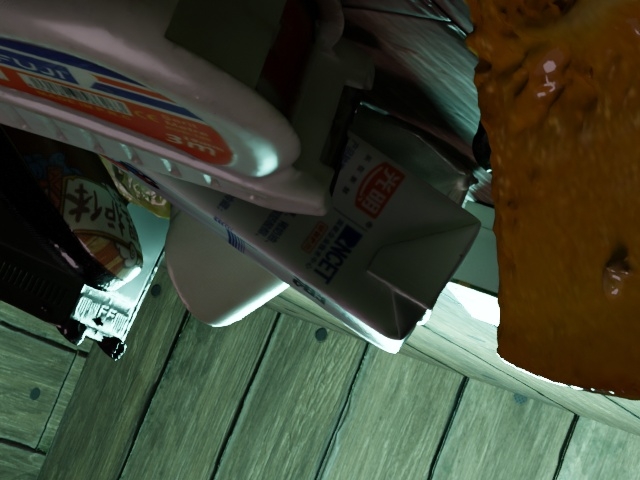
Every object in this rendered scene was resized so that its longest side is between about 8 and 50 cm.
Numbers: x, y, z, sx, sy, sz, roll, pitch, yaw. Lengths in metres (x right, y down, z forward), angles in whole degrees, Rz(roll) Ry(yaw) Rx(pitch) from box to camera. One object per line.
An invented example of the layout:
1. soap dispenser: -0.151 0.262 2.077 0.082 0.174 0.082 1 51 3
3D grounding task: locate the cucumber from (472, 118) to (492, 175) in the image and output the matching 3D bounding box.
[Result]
1. cucumber: 0.128 -0.070 0.687 0.077 0.077 0.265 22 175 -1

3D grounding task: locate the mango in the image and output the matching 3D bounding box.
1. mango: 0.132 -0.034 0.414 0.199 0.201 0.350 29 173 7

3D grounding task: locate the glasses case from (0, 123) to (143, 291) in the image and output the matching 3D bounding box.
1. glasses case: -0.242 -0.093 1.087 0.321 0.082 0.122 53 178 21

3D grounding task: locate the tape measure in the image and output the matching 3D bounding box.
1. tape measure: -0.108 -0.124 0.778 0.258 0.130 0.265 18 167 9

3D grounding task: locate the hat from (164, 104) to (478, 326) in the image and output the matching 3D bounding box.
1. hat: 0.000 0.000 1.099 0.164 0.226 0.219 37 -177 32

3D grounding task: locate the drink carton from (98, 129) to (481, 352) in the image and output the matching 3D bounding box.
1. drink carton: -0.044 -0.051 0.950 0.315 0.107 0.130 34 175 6

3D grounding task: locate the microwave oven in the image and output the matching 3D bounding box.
1. microwave oven: -0.248 -0.028 1.425 0.178 0.248 0.188 23 172 18

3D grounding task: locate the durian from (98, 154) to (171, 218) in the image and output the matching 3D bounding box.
1. durian: -0.129 -0.085 1.164 0.208 0.102 0.146 28 138 -25

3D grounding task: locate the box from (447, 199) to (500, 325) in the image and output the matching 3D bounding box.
1. box: 0.196 0.040 1.254 0.135 0.081 0.199 20 174 19
